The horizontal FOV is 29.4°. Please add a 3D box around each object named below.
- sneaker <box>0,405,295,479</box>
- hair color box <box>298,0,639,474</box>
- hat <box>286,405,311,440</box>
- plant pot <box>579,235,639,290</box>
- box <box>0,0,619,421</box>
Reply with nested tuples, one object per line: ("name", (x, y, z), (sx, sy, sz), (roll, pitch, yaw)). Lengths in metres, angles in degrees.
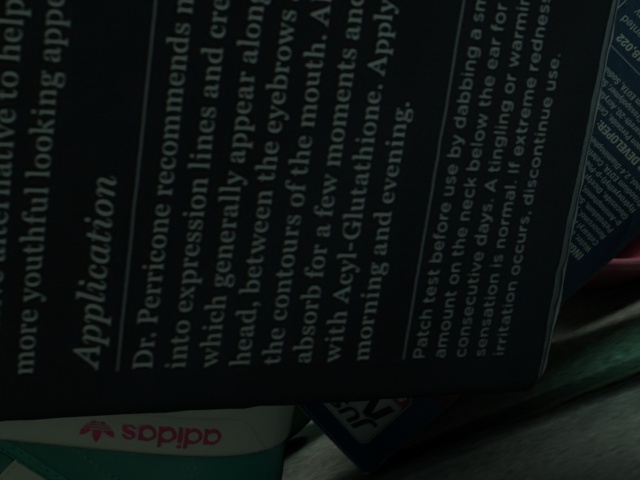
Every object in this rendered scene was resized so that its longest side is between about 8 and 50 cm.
("sneaker", (-0.165, 0.115, 0.493), (0.296, 0.178, 0.124), (7, 15, -1))
("hair color box", (0.127, -0.040, 0.669), (0.347, 0.105, 0.174), (-45, -4, 18))
("hat", (-0.011, 0.116, 0.809), (0.208, 0.184, 0.173), (-69, 13, -18))
("plant pot", (0.167, -0.047, 0.885), (0.201, 0.201, 0.180), (-25, -12, -19))
("box", (-0.135, -0.081, 0.477), (0.396, 0.211, 0.293), (1, 16, -26))
